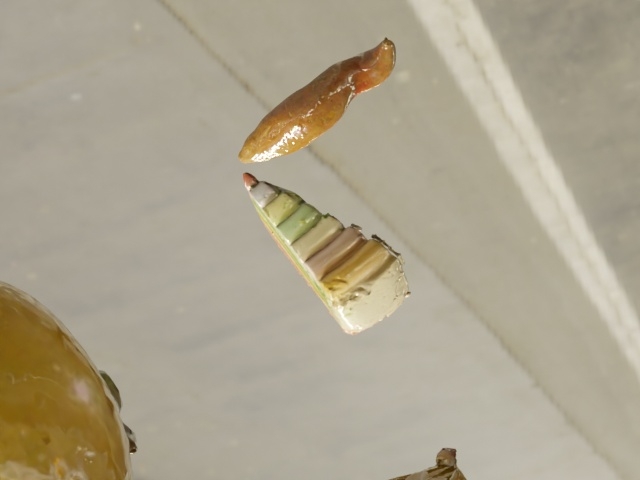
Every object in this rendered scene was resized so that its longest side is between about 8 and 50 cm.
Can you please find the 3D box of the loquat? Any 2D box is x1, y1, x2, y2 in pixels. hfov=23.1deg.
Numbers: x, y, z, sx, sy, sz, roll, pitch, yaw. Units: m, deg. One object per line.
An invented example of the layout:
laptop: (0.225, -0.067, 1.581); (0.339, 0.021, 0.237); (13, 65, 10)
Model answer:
loquat: (-0.263, 0.165, 1.065); (0.328, 0.328, 0.359); (-30, 180, 41)

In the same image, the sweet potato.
sweet potato: (-0.002, -0.135, 1.588); (0.202, 0.058, 0.055); (-35, 152, 12)

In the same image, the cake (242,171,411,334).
cake: (-0.013, 0.016, 1.756); (0.090, 0.225, 0.109); (-51, 149, -14)

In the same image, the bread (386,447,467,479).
bread: (0.018, 0.268, 1.149); (0.274, 0.149, 0.274); (-23, 179, 0)
